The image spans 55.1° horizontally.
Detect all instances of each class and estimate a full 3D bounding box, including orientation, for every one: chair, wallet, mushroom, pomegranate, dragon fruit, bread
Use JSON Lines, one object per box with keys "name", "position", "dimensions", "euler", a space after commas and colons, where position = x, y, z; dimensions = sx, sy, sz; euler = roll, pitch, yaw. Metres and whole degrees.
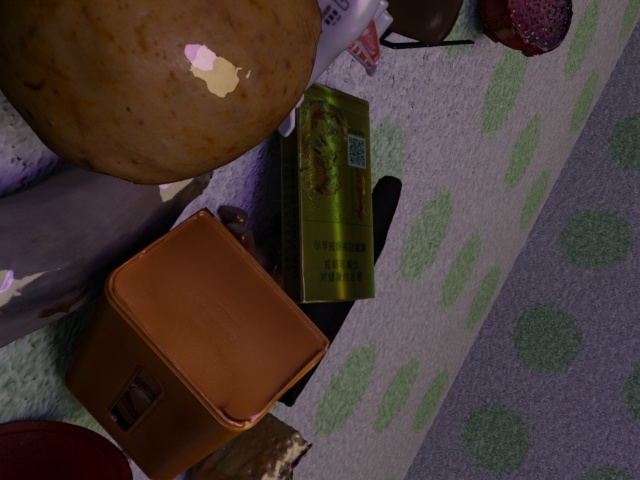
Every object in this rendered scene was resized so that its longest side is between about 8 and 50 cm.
{"name": "chair", "position": [0.131, -0.371, 0.890], "dimensions": [0.247, 0.172, 0.158], "euler": [-36, 143, -52]}
{"name": "wallet", "position": [0.029, 0.083, 1.092], "dimensions": [0.406, 0.062, 0.228], "euler": [-57, 164, -34]}
{"name": "mushroom", "position": [-0.254, -0.012, 0.573], "dimensions": [0.397, 0.126, 0.177], "euler": [-30, 129, -41]}
{"name": "pomegranate", "position": [-0.128, -0.170, 0.493], "dimensions": [0.260, 0.260, 0.260], "euler": [-39, 144, -37]}
{"name": "dragon fruit", "position": [0.399, -0.485, 1.278], "dimensions": [0.224, 0.148, 0.218], "euler": [-35, 111, -28]}
{"name": "bread", "position": [-0.136, 0.411, 1.087], "dimensions": [0.204, 0.163, 0.262], "euler": [-48, 171, -29]}

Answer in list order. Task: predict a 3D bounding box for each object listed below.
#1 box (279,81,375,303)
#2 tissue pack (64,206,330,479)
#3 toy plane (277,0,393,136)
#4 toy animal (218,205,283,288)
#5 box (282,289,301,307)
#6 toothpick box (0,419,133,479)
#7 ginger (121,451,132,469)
{"name": "box", "position": [0.013, -0.066, 0.899], "dimensions": [0.173, 0.043, 0.311], "euler": [2, 85, -51]}
{"name": "tissue pack", "position": [-0.149, 0.132, 0.664], "dimensions": [0.145, 0.194, 0.274], "euler": [-43, 177, -40]}
{"name": "toy plane", "position": [-0.008, -0.252, 0.733], "dimensions": [0.252, 0.118, 0.252], "euler": [-27, 148, -18]}
{"name": "toy animal", "position": [-0.114, 0.035, 0.894], "dimensions": [0.157, 0.097, 0.312], "euler": [-60, 155, 15]}
{"name": "box", "position": [0.000, 0.000, 1.059], "dimensions": [0.285, 0.044, 0.142], "euler": [-68, 168, 8]}
{"name": "toothpick box", "position": [-0.339, 0.398, 0.683], "dimensions": [0.204, 0.204, 0.333], "euler": [-11, 122, -56]}
{"name": "ginger", "position": [-0.306, 0.332, 0.853], "dimensions": [0.137, 0.044, 0.057], "euler": [-17, 145, -52]}
